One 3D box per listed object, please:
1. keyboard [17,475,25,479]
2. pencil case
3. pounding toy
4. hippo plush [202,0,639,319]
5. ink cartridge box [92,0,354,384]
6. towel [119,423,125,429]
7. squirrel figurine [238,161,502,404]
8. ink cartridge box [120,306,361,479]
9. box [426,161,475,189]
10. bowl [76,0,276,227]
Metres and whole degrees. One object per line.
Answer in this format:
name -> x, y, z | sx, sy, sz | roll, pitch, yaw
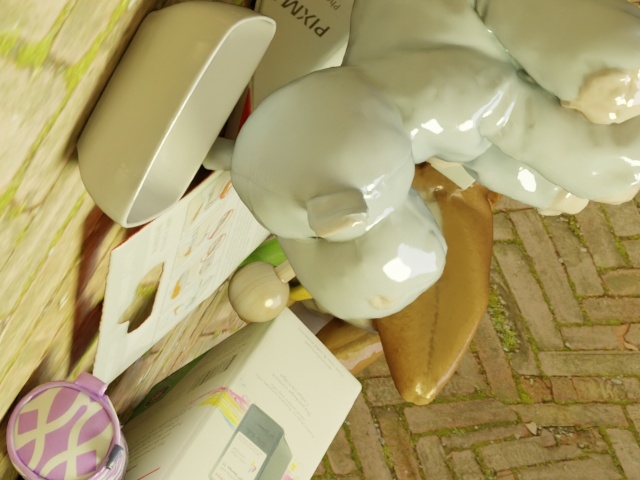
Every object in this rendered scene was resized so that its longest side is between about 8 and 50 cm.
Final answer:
keyboard -> -0.250, 0.236, 1.408 | 0.192, 0.038, 0.100 | -59, 176, 8
pencil case -> -0.190, 0.157, 1.253 | 0.206, 0.086, 0.088 | 114, -2, -74
pounding toy -> 0.000, 0.000, 1.482 | 0.183, 0.110, 0.237 | -33, -158, 7
hippo plush -> 0.070, -0.071, 1.042 | 0.236, 0.234, 0.294 | -48, 136, -24
ink cartridge box -> -0.063, -0.077, 1.264 | 0.385, 0.091, 0.308 | -44, 170, -25
towel -> -0.146, 0.343, 1.738 | 0.235, 0.121, 0.284 | 22, 81, -58
squirrel figurine -> 0.069, -0.005, 1.938 | 0.397, 0.281, 0.370 | -55, -179, -16
ink cartridge box -> -0.124, 0.229, 1.421 | 0.207, 0.119, 0.353 | -34, -167, 37
box -> 0.159, -0.172, 1.472 | 0.182, 0.119, 0.181 | -57, -175, -28
bowl -> -0.089, -0.081, 0.955 | 0.142, 0.053, 0.142 | -60, 176, 11
